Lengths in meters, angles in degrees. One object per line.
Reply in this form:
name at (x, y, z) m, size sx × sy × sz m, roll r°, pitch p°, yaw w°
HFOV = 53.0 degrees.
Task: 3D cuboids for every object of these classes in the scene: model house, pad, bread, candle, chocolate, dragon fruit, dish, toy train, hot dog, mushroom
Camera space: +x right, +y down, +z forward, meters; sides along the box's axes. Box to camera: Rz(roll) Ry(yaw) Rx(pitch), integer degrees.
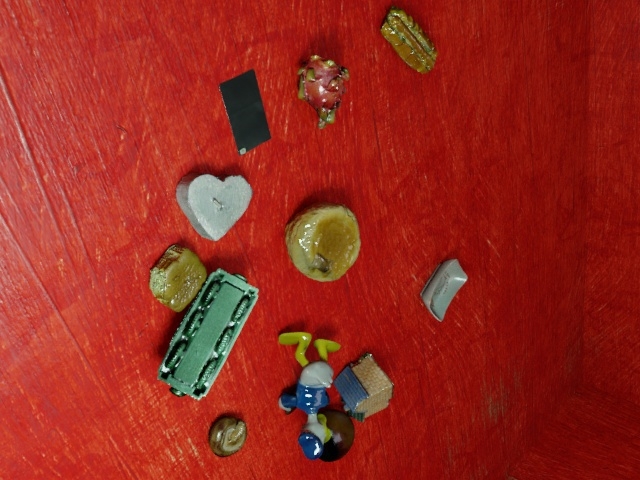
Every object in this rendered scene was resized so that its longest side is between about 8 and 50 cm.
model house at (0.132, 0.510, 2.154) m, size 0.172 × 0.166 × 0.183 m, roll -26°, pitch 139°, yaw -19°
pad at (-0.187, -0.322, 1.619) m, size 0.116 × 0.004 × 0.193 m, roll -35°, pitch 126°, yaw -33°
bread at (-0.347, 0.089, 1.557) m, size 0.140 × 0.069 × 0.128 m, roll -52°, pitch 133°, yaw -21°
bread at (0.000, 0.000, 1.835) m, size 0.244 × 0.134 × 0.245 m, roll -17°, pitch 117°, yaw -37°
candle at (-0.262, -0.084, 1.580) m, size 0.192 × 0.068 × 0.169 m, roll 1°, pitch 101°, yaw -44°
chocolate at (0.036, 0.627, 2.096) m, size 0.176 × 0.176 × 0.177 m, roll -18°, pitch 117°, yaw -40°
dragon fruit at (0.007, -0.393, 1.698) m, size 0.150 × 0.133 × 0.208 m, roll -38°, pitch 139°, yaw -40°
dish at (0.451, 0.175, 2.398) m, size 0.212 × 0.077 × 0.151 m, roll -55°, pitch 137°, yaw -16°
toy train at (-0.281, 0.235, 1.606) m, size 0.138 × 0.178 × 0.331 m, roll 28°, pitch 74°, yaw -2°
hot dog at (0.270, -0.598, 1.938) m, size 0.268 × 0.072 × 0.115 m, roll 26°, pitch 93°, yaw -48°
mushroom at (-0.259, 0.552, 1.803) m, size 0.127 × 0.087 × 0.127 m, roll -13°, pitch 109°, yaw -42°

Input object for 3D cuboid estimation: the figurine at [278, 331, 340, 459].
figurine at (-0.049, 0.478, 1.894) m, size 0.204 × 0.284 × 0.339 m, roll 9°, pitch 55°, yaw -19°
